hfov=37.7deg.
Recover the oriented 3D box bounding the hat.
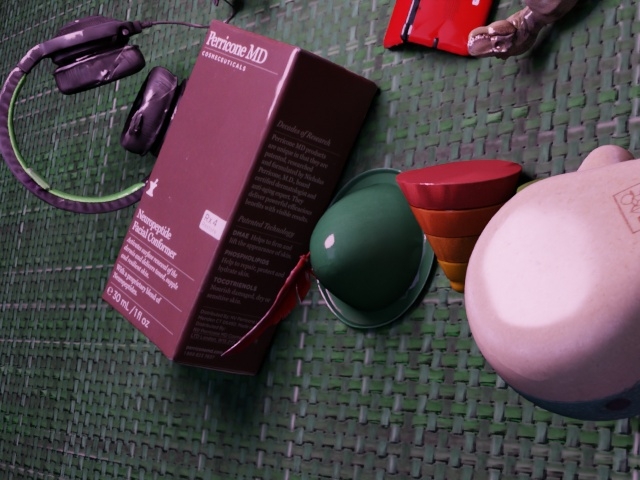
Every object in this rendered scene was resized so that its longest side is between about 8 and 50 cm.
[{"bbox_3d":[0.000,0.000,0.967,0.173,0.183,0.208,-39,53,31],"label":"hat"}]

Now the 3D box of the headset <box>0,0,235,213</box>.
[{"bbox_3d":[-0.254,-0.211,1.258,0.394,0.243,0.185,-49,16,-8],"label":"headset"}]

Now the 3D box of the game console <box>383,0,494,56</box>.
[{"bbox_3d":[0.138,-0.275,1.034,0.124,0.085,0.144,18,92,16],"label":"game console"}]

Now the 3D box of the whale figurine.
[{"bbox_3d":[0.238,0.020,0.641,0.272,0.141,0.216,-31,39,17],"label":"whale figurine"}]

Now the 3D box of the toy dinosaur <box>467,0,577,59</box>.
[{"bbox_3d":[0.241,-0.286,0.900,0.268,0.064,0.118,-41,59,28],"label":"toy dinosaur"}]

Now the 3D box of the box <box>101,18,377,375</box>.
[{"bbox_3d":[-0.103,-0.052,1.127,0.191,0.143,0.381,29,97,47],"label":"box"}]

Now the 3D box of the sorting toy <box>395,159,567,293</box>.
[{"bbox_3d":[0.218,0.007,0.821,0.365,0.127,0.126,12,112,48],"label":"sorting toy"}]
